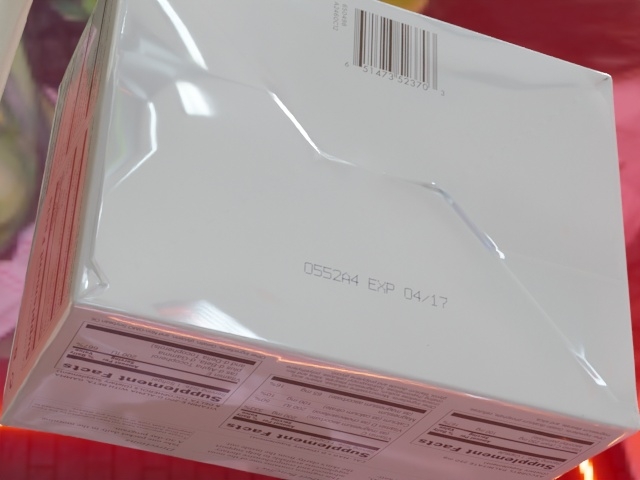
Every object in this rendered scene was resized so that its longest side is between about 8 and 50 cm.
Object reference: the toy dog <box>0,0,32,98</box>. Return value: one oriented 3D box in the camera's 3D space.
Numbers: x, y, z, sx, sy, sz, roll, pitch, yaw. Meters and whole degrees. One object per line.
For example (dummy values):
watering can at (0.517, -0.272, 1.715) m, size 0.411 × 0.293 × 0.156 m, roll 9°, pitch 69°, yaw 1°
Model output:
toy dog at (-0.313, -0.133, 0.464) m, size 0.395 × 0.408 × 0.284 m, roll 24°, pitch -86°, yaw 65°

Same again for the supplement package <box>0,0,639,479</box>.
supplement package at (0.000, 0.000, 0.681) m, size 0.145 × 0.262 × 0.204 m, roll 132°, pitch -33°, yaw -53°
